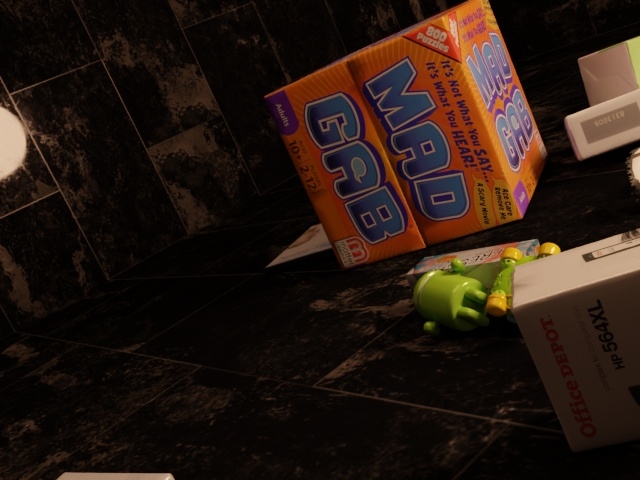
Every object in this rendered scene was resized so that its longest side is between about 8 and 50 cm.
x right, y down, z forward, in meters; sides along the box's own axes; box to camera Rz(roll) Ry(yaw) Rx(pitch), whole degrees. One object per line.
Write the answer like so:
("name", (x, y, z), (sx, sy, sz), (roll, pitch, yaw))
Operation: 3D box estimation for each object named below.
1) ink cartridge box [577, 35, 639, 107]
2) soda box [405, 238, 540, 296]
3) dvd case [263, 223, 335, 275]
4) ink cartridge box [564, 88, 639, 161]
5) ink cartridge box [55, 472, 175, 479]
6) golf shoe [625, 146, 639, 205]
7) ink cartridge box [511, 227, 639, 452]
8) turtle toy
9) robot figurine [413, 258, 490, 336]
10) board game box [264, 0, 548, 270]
("ink cartridge box", (0.758, -0.397, 1.592), (0.353, 0.119, 0.207), (-20, 6, -7))
("soda box", (0.207, 0.049, 1.006), (0.183, 0.063, 0.058), (-13, 17, 43))
("dvd case", (0.000, 0.000, 1.690), (0.180, 0.022, 0.253), (-17, 15, 31))
("ink cartridge box", (0.626, -0.235, 1.430), (0.308, 0.091, 0.385), (-21, -4, 19))
("ink cartridge box", (-0.287, 0.335, 0.801), (0.223, 0.045, 0.224), (-14, 17, 41))
("golf shoe", (0.506, -0.113, 1.084), (0.094, 0.077, 0.198), (-10, 20, 47))
("ink cartridge box", (0.273, 0.070, 0.603), (0.203, 0.148, 0.086), (-21, 15, 21))
("turtle toy", (0.256, 0.057, 0.873), (0.130, 0.066, 0.095), (-9, 43, 43))
("robot figurine", (0.164, 0.075, 0.953), (0.115, 0.067, 0.101), (15, 83, 56))
("board game box", (0.180, -0.209, 1.438), (0.356, 0.356, 0.356), (-18, 15, 29))
